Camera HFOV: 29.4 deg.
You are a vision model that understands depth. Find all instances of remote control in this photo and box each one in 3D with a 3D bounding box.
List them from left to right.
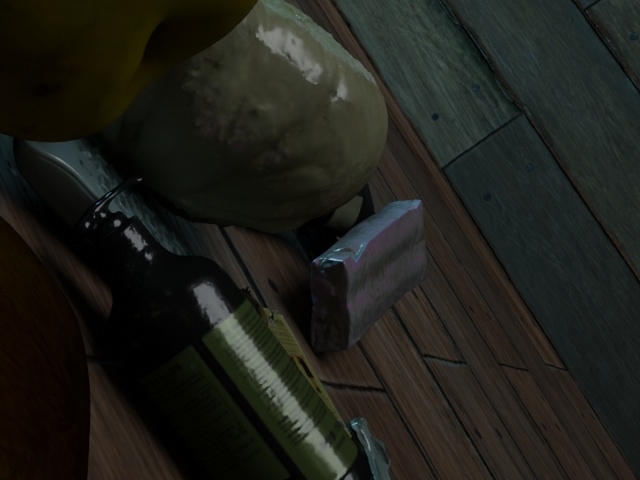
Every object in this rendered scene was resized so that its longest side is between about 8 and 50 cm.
[{"bbox_3d":[-0.142,0.007,0.980,0.293,0.051,0.103,48,9,-30],"label":"remote control"}]

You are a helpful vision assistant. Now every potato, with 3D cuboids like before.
[{"bbox_3d":[-0.062,0.080,1.117,0.036,0.037,0.093,50,13,-40],"label":"potato"}]

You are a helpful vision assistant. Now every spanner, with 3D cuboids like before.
[{"bbox_3d":[0.075,0.283,1.139,0.071,0.017,0.302,46,16,-36],"label":"spanner"}]

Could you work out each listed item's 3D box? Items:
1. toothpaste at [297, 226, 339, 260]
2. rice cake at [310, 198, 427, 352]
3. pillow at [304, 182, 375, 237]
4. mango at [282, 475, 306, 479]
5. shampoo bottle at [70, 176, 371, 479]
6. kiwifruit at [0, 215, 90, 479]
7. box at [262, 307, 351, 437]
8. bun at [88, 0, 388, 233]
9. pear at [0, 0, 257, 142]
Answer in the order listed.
[{"bbox_3d":[0.000,0.000,1.518,0.193,0.045,0.071,58,5,34],"label":"toothpaste"},{"bbox_3d":[0.062,0.031,1.402,0.298,0.050,0.106,-34,121,-63],"label":"rice cake"},{"bbox_3d":[-0.036,-0.089,1.434,0.250,0.106,0.186,12,53,-52],"label":"pillow"},{"bbox_3d":[0.005,0.244,0.738,0.166,0.136,0.236,41,2,-6],"label":"mango"},{"bbox_3d":[-0.081,0.088,0.887,0.284,0.101,0.101,53,13,-5],"label":"shampoo bottle"},{"bbox_3d":[-0.175,0.069,0.432,0.196,0.196,0.234,50,15,-21],"label":"kiwifruit"},{"bbox_3d":[-0.025,0.129,1.161,0.149,0.020,0.073,60,15,19],"label":"box"},{"bbox_3d":[-0.109,-0.140,1.092,0.365,0.219,0.365,39,7,-6],"label":"bun"},{"bbox_3d":[-0.210,-0.274,0.769,0.418,0.362,0.362,54,13,5],"label":"pear"}]
